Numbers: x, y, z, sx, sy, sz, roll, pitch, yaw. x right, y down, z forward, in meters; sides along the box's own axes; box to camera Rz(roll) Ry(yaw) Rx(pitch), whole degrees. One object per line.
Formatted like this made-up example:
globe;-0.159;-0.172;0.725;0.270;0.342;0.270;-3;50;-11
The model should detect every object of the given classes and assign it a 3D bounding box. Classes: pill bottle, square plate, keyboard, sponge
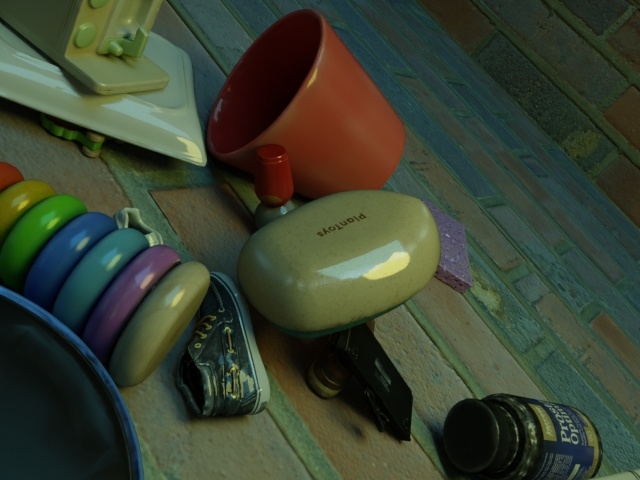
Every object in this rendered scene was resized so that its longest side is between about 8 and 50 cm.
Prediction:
pill bottle;0.278;0.279;0.844;0.219;0.123;0.123;18;39;-33
square plate;-0.330;-0.268;0.888;0.344;0.049;0.347;18;32;-29
keyboard;0.069;0.181;0.767;0.180;0.023;0.108;56;28;-26
sponge;0.245;0.006;1.223;0.117;0.031;0.210;32;33;-15

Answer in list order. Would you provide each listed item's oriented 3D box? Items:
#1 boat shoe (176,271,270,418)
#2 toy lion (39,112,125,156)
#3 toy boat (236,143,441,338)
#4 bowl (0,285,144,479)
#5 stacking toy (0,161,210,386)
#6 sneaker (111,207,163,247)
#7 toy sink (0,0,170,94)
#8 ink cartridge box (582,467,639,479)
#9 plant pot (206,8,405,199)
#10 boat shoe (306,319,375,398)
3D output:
boat shoe;-0.122;0.109;0.678;0.083;0.065;0.183;6;46;-41
toy lion;-0.321;-0.159;0.826;0.096;0.034;0.100;34;32;3
toy boat;0.000;0.000;0.795;0.267;0.148;0.318;-20;42;-23
bowl;-0.302;0.170;0.402;0.391;0.077;0.391;28;34;-21
stacking toy;-0.280;0.001;0.601;0.330;0.141;0.141;33;32;0
sneaker;-0.199;0.028;0.699;0.152;0.061;0.053;50;31;10
toy sink;-0.303;-0.317;0.801;0.234;0.131;0.153;39;29;8
ink cartridge box;0.431;0.432;0.829;0.272;0.114;0.197;11;42;-39
plant pot;-0.009;-0.190;0.996;0.243;0.275;0.275;32;31;-34
boat shoe;0.042;0.140;0.819;0.064;0.060;0.178;42;32;1
